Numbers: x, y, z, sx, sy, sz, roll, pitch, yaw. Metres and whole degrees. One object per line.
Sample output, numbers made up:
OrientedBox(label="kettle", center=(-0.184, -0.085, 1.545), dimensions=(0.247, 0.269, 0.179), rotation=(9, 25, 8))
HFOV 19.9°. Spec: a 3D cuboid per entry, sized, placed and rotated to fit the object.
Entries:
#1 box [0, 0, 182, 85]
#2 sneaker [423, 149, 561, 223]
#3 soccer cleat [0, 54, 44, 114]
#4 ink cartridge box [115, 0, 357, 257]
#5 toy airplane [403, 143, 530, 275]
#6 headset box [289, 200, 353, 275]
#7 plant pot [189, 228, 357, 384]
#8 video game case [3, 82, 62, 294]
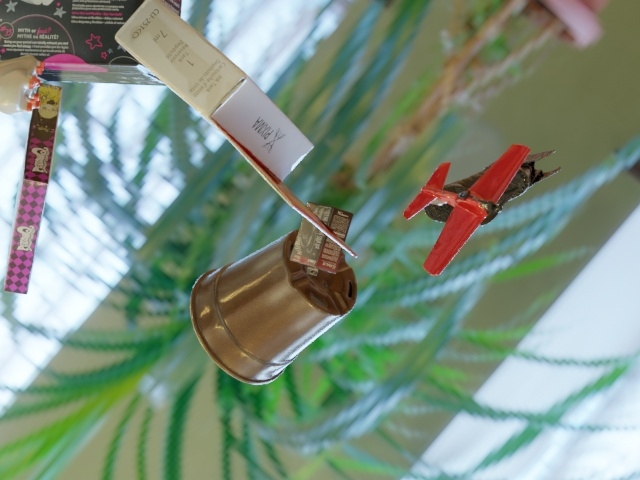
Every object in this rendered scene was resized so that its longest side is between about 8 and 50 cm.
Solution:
OrientedBox(label="box", center=(-0.312, -0.276, 2.259), dimensions=(0.247, 0.142, 0.163), rotation=(4, 176, 12))
OrientedBox(label="sneaker", center=(0.219, -0.070, 2.316), dimensions=(0.051, 0.170, 0.089), rotation=(68, -160, -10))
OrientedBox(label="soccer cleat", center=(-0.358, -0.179, 2.074), dimensions=(0.076, 0.068, 0.196), rotation=(7, -172, -5))
OrientedBox(label="ink cartridge box", center=(-0.064, -0.113, 1.900), dimensions=(0.261, 0.066, 0.296), rotation=(42, -179, 16))
OrientedBox(label="toy airplane", center=(0.128, -0.038, 1.671), dimensions=(0.028, 0.151, 0.151), rotation=(41, -179, -23))
OrientedBox(label="headset box", center=(0.000, 0.000, 2.152), dimensions=(0.032, 0.083, 0.062), rotation=(17, 178, -31))
OrientedBox(label="plant pot", center=(-0.051, 0.074, 2.325), dimensions=(0.167, 0.165, 0.167), rotation=(30, -138, -31))
OrientedBox(label="video game case", center=(-0.417, -0.075, 2.637), dimensions=(0.041, 0.232, 0.210), rotation=(10, -136, -10))
